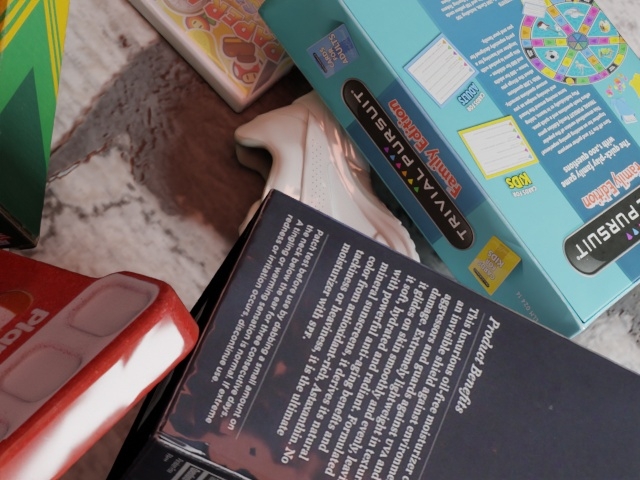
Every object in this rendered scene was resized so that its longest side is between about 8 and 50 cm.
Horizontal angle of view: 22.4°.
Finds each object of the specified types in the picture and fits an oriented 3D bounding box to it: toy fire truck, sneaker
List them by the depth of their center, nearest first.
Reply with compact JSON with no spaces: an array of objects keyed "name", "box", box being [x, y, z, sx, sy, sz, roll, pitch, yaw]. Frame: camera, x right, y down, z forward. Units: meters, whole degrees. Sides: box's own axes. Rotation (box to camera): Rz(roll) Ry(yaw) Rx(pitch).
[{"name":"toy fire truck","box":[-0.242,0.111,0.913,0.302,0.254,0.169,-43,122,-28]},{"name":"sneaker","box":[0.000,0.000,1.226,0.115,0.090,0.232,-19,68,-14]}]

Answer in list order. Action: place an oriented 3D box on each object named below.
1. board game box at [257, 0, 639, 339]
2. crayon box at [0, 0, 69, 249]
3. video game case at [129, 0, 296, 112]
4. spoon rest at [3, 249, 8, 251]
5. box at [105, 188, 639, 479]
[{"name":"board game box","box":[0.146,-0.102,1.256,0.254,0.079,0.336,-31,82,-42]},{"name":"crayon box","box":[-0.283,-0.140,1.124,0.202,0.081,0.319,-8,60,18]},{"name":"video game case","box":[-0.070,-0.245,1.318,0.227,0.026,0.206,46,66,4]},{"name":"spoon rest","box":[-0.266,0.000,1.141,0.137,0.084,0.276,9,68,24]},{"name":"box","box":[0.031,0.148,1.059,0.294,0.296,0.183,27,66,-6]}]
